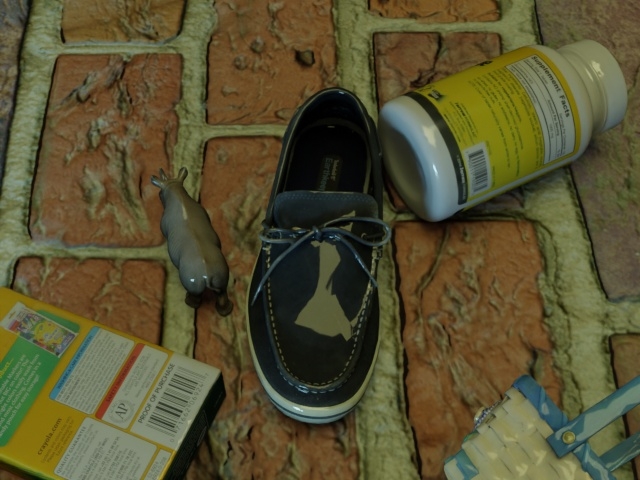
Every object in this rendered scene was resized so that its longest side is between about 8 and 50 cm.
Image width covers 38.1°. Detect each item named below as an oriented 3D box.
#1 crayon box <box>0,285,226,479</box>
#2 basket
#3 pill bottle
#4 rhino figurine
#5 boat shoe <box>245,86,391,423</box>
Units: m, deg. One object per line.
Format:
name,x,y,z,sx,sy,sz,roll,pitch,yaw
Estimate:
crayon box,-0.308,0.206,1.166,0.323,0.083,0.203,20,59,12
basket,0.288,0.242,1.034,0.289,0.254,0.201,-28,58,-4
pill bottle,0.266,-0.171,1.347,0.334,0.188,0.188,-23,59,-15
rhino figurine,-0.186,-0.014,1.296,0.073,0.106,0.243,-18,58,-12
boat shoe,0.000,0.000,1.259,0.187,0.156,0.500,5,58,2
